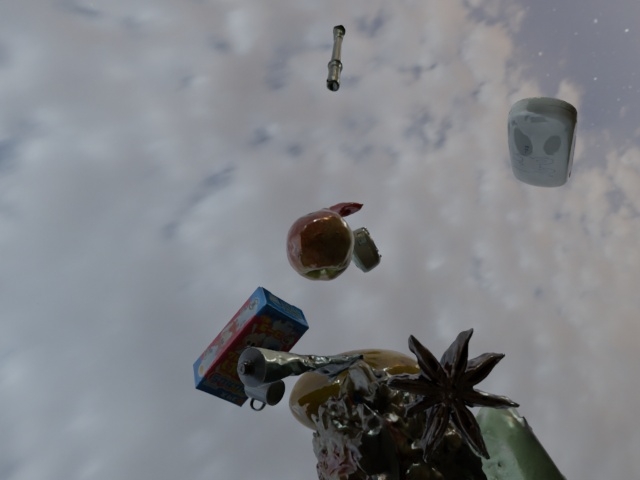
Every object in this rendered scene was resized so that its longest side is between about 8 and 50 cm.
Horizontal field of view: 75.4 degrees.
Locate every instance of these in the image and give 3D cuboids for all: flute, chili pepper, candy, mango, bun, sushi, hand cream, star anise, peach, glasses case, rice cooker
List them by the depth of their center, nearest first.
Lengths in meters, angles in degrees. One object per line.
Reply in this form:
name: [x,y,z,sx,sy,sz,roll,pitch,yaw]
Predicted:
star anise: [0.135,0.154,0.429,0.141,0.042,0.140,1,-97,-6]
sushi: [0.079,0.303,0.564,0.219,0.238,0.224,8,-67,-46]
hand cream: [-0.025,0.187,0.601,0.248,0.076,0.051,25,-123,-51]
glasses case: [0.349,-0.145,0.653,0.233,0.092,0.059,34,-107,-58]
flute: [0.028,-0.316,0.710,0.027,0.027,0.232,33,-141,-26]
bun: [0.446,0.535,0.972,0.187,0.293,0.293,-31,-76,9]
candy: [-0.190,0.289,1.115,0.157,0.100,0.305,36,-81,-29]
mango: [0.126,0.475,1.275,0.447,0.300,0.231,-6,-60,1]
peach: [0.000,0.000,1.375,0.233,0.232,0.256,20,-124,-30]
chili pepper: [0.080,-0.113,1.571,0.059,0.191,0.050,55,-139,-32]
rice cooker: [0.171,0.034,1.722,0.145,0.127,0.206,54,-167,-55]

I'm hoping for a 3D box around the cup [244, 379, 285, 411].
cup: [-0.144,0.388,1.056,0.078,0.077,0.100,33,-108,-48]
